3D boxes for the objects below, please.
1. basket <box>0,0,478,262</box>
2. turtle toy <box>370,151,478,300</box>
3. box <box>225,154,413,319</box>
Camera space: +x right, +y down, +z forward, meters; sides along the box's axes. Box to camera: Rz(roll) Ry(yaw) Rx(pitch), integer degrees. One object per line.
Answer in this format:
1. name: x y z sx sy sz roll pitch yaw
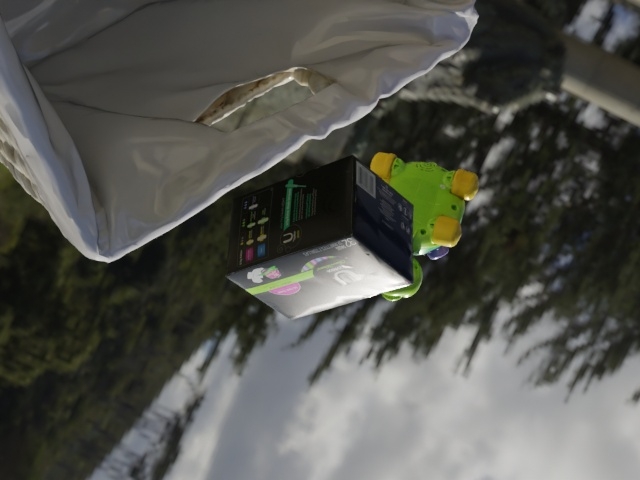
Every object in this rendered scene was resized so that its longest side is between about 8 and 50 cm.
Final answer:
1. basket: -0.122 -0.226 0.873 0.328 0.331 0.266 -33 -143 -18
2. turtle toy: 0.076 -0.012 1.114 0.066 0.095 0.130 79 30 -57
3. box: 0.000 0.000 0.713 0.083 0.062 0.052 -19 -127 31
